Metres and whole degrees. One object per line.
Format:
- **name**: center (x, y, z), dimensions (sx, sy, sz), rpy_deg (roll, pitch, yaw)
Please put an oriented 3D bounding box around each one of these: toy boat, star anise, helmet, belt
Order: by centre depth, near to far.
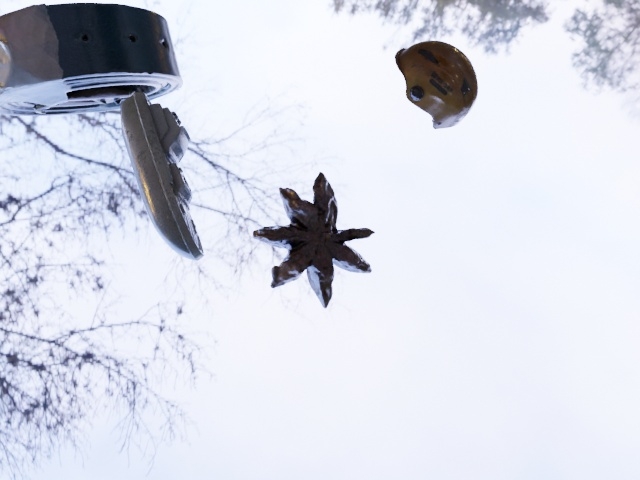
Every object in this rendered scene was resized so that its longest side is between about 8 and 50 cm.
- **toy boat**: center (-0.202, -0.087, 0.858), dimensions (0.085, 0.078, 0.261), rpy_deg (-22, -113, -2)
- **star anise**: center (-0.015, 0.007, 1.064), dimensions (0.197, 0.073, 0.212), rpy_deg (-43, -84, -13)
- **belt**: center (-0.482, -0.367, 1.317), dimensions (0.436, 0.300, 0.173), rpy_deg (-27, -78, -55)
- **helmet**: center (0.289, -0.382, 1.503), dimensions (0.224, 0.130, 0.198), rpy_deg (53, -143, -13)
